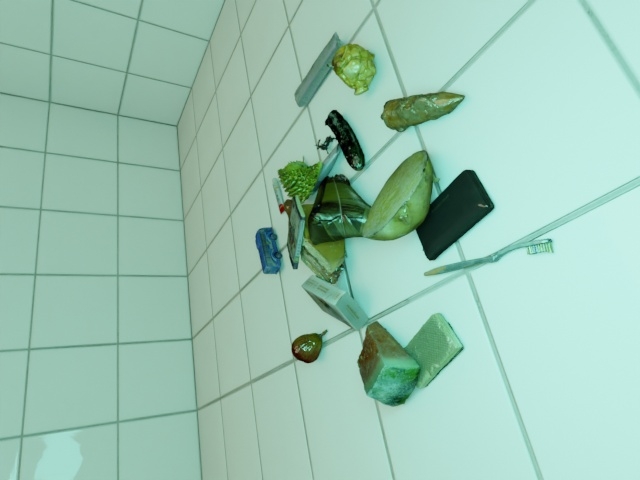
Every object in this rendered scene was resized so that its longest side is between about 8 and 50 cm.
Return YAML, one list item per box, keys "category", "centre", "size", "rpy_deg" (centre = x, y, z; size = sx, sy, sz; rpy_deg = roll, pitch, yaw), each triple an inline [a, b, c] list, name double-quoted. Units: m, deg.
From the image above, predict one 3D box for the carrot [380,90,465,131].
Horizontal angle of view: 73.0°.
- category: "carrot"
  centre: [0.295, -0.377, 1.225]
  size: [0.263, 0.102, 0.101]
  rpy_deg: [5, 91, 53]

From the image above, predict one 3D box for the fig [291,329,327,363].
- category: "fig"
  centre: [-0.031, 0.413, 1.666]
  size: [0.153, 0.119, 0.118]
  rpy_deg: [-15, 67, 11]

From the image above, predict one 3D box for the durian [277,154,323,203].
- category: "durian"
  centre: [-0.077, -0.247, 1.737]
  size: [0.157, 0.170, 0.355]
  rpy_deg: [58, 175, -19]

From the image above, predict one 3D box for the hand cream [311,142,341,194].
- category: "hand cream"
  centre: [0.013, -0.275, 1.695]
  size: [0.255, 0.048, 0.079]
  rpy_deg: [-53, 21, 43]

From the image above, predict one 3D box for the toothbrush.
- category: "toothbrush"
  centre: [0.391, 0.050, 1.068]
  size: [0.375, 0.028, 0.037]
  rpy_deg: [-23, 75, 55]

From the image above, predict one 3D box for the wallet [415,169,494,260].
- category: "wallet"
  centre: [0.340, -0.065, 1.151]
  size: [0.250, 0.044, 0.148]
  rpy_deg: [-51, 42, 44]

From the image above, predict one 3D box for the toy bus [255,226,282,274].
- category: "toy bus"
  centre: [-0.246, 0.045, 2.039]
  size: [0.079, 0.094, 0.236]
  rpy_deg: [-52, 46, 43]

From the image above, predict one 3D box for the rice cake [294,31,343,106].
- category: "rice cake"
  centre: [-0.009, -0.687, 1.769]
  size: [0.365, 0.056, 0.072]
  rpy_deg: [-42, 52, 48]

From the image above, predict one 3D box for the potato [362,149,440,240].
- category: "potato"
  centre: [0.242, -0.107, 1.197]
  size: [0.298, 0.116, 0.239]
  rpy_deg: [-63, 11, -25]

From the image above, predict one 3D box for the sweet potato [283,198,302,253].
- category: "sweet potato"
  centre: [-0.080, -0.027, 1.782]
  size: [0.106, 0.096, 0.354]
  rpy_deg: [60, -173, -52]

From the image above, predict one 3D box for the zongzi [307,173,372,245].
- category: "zongzi"
  centre: [0.131, -0.116, 1.462]
  size: [0.154, 0.318, 0.289]
  rpy_deg: [76, -159, -44]

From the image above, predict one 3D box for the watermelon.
- category: "watermelon"
  centre: [0.176, 0.352, 1.286]
  size: [0.256, 0.140, 0.192]
  rpy_deg: [-111, 32, -56]

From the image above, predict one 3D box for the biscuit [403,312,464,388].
- category: "biscuit"
  centre: [0.297, 0.302, 1.183]
  size: [0.199, 0.041, 0.121]
  rpy_deg: [-63, 36, 35]

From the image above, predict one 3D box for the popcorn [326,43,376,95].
- category: "popcorn"
  centre: [0.120, -0.594, 1.480]
  size: [0.140, 0.163, 0.194]
  rpy_deg: [-47, 13, 21]

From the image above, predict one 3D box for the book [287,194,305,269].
- category: "book"
  centre: [-0.094, -0.030, 1.582]
  size: [0.157, 0.026, 0.231]
  rpy_deg: [-110, 25, -53]

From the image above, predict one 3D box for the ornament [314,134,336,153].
- category: "ornament"
  centre: [0.018, -0.386, 1.712]
  size: [0.073, 0.028, 0.125]
  rpy_deg: [-57, 30, 5]

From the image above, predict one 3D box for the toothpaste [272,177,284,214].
- category: "toothpaste"
  centre: [-0.200, -0.215, 2.056]
  size: [0.048, 0.031, 0.190]
  rpy_deg: [-42, 55, 44]

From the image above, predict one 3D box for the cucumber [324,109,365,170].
- category: "cucumber"
  centre: [0.094, -0.362, 1.552]
  size: [0.081, 0.072, 0.303]
  rpy_deg: [-58, 42, 35]

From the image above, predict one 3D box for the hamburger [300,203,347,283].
- category: "hamburger"
  centre: [0.000, 0.000, 1.588]
  size: [0.282, 0.245, 0.155]
  rpy_deg: [33, 152, 12]

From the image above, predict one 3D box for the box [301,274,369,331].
- category: "box"
  centre: [0.047, 0.213, 1.496]
  size: [0.067, 0.149, 0.233]
  rpy_deg: [-49, 29, -14]
